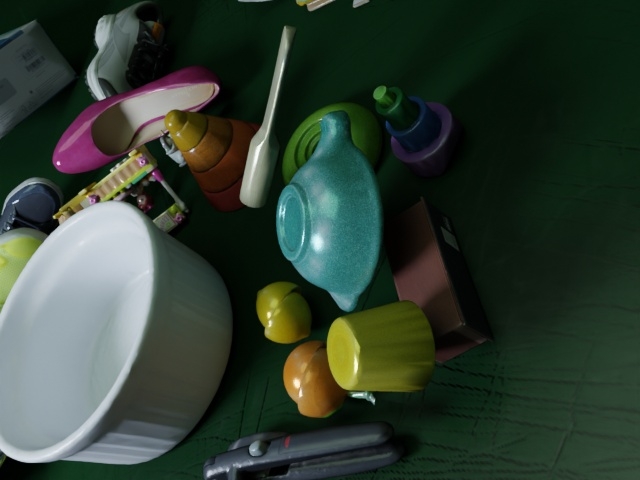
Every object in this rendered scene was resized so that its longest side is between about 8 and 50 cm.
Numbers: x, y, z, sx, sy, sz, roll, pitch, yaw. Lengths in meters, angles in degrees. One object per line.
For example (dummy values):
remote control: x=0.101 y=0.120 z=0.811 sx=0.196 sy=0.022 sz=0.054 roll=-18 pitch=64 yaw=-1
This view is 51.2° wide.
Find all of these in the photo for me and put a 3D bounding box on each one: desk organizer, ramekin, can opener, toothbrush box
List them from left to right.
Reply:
toothbrush box: x=-0.631 y=-0.274 z=1.235 sx=0.295 sy=0.126 sz=0.216 roll=-1 pitch=42 yaw=41
ramekin: x=-0.226 y=0.108 z=0.732 sx=0.277 sy=0.135 sz=0.277 roll=-20 pitch=56 yaw=32
can opener: x=-0.020 y=0.182 z=0.568 sx=0.186 sy=0.059 sz=0.073 roll=-20 pitch=40 yaw=27
desk organizer: x=0.095 y=0.033 z=0.569 sx=0.050 sy=0.047 sz=0.130 roll=-34 pitch=48 yaw=27

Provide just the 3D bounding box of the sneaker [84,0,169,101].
sneaker: x=-0.285 y=-0.274 z=1.019 sx=0.108 sy=0.100 sz=0.272 roll=-26 pitch=52 yaw=20

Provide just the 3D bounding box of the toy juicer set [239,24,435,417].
toy juicer set: x=0.000 y=0.000 z=0.611 sx=0.209 sy=0.089 sz=0.329 roll=126 pitch=136 yaw=-54

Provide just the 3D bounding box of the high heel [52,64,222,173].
high heel: x=-0.242 y=-0.155 z=0.886 sx=0.244 sy=0.082 sz=0.117 roll=-29 pitch=27 yaw=-13

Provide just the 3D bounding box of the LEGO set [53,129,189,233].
LEGO set: x=-0.264 y=-0.038 z=0.896 sx=0.287 sy=0.107 sz=0.132 roll=-30 pitch=16 yaw=29

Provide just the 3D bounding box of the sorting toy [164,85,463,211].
sorting toy: x=-0.038 y=-0.114 z=0.706 sx=0.365 sy=0.126 sz=0.127 roll=0 pitch=67 yaw=40

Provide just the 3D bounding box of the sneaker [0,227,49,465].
sneaker: x=-0.400 y=0.174 z=0.816 sx=0.147 sy=0.145 sz=0.385 roll=13 pitch=85 yaw=67

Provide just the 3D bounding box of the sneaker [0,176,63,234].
sneaker: x=-0.457 y=0.027 z=0.991 sx=0.226 sy=0.086 sz=0.163 roll=-48 pitch=34 yaw=22

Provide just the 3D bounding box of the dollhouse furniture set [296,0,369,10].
dollhouse furniture set: x=0.016 y=-0.314 z=0.805 sx=0.151 sy=0.076 sz=0.059 roll=-12 pitch=59 yaw=34
